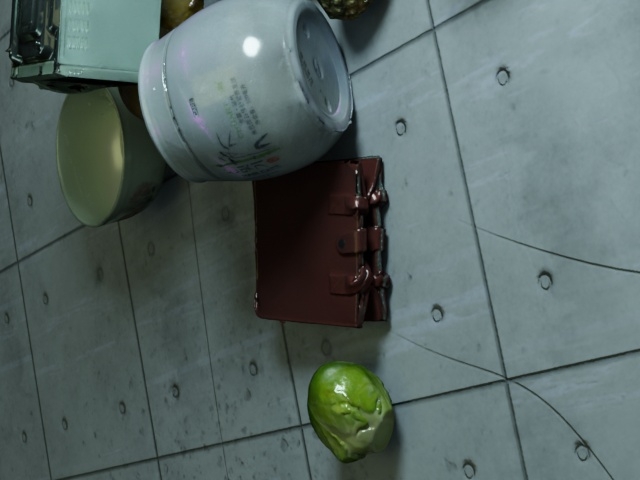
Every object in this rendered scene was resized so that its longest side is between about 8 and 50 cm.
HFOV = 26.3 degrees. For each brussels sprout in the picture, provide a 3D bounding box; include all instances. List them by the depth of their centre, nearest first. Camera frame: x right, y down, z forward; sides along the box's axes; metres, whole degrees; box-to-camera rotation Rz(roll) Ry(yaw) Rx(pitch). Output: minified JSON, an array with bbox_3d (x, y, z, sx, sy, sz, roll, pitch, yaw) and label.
[{"bbox_3d":[0.046,0.248,2.039,0.155,0.117,0.155,27,132,34],"label":"brussels sprout"}]

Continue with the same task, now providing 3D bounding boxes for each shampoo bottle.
[{"bbox_3d":[-0.110,-0.223,2.042,0.266,0.273,0.273,-17,78,24],"label":"shampoo bottle"}]

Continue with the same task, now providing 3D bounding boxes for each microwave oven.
[{"bbox_3d":[-0.384,-0.353,2.175,0.295,0.181,0.237,-170,82,-64],"label":"microwave oven"}]

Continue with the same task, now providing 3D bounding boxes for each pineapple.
[{"bbox_3d":[0.068,-0.408,1.969,0.198,0.108,0.108,-46,57,31],"label":"pineapple"}]

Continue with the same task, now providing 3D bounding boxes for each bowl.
[{"bbox_3d":[-0.371,-0.164,2.540,0.277,0.145,0.277,10,102,52],"label":"bowl"}]

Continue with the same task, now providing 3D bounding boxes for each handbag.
[{"bbox_3d":[-0.001,0.000,2.113,0.275,0.084,0.260,3,93,53],"label":"handbag"}]

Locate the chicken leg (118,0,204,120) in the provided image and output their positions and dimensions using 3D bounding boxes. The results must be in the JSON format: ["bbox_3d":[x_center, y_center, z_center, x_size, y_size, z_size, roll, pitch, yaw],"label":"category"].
[{"bbox_3d":[-0.211,-0.341,2.254,0.295,0.182,0.409,38,135,35],"label":"chicken leg"}]
